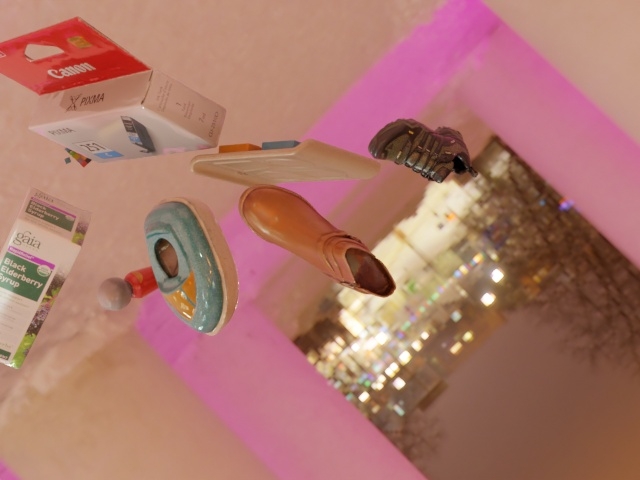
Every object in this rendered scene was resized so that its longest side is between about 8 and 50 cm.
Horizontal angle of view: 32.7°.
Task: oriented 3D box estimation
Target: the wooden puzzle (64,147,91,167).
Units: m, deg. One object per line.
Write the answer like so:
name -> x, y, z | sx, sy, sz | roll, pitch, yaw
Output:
wooden puzzle -> -0.402, -0.158, 1.861 | 0.083, 0.006, 0.049 | -45, 130, -4

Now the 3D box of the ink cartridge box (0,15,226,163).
ink cartridge box -> -0.323, -0.198, 1.532 | 0.296, 0.261, 0.066 | -3, -113, 46

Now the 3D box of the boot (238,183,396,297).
boot -> 0.000, 0.000, 1.336 | 0.073, 0.197, 0.152 | -60, -157, 1

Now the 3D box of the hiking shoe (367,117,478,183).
hiking shoe -> 0.198, -0.164, 2.054 | 0.227, 0.114, 0.086 | -2, 135, -32

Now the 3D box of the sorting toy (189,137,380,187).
sorting toy -> -0.049, -0.111, 1.539 | 0.208, 0.038, 0.193 | -6, 170, 35

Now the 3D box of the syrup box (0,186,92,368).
syrup box -> -0.409, 0.053, 1.508 | 0.237, 0.093, 0.096 | -57, -162, 27

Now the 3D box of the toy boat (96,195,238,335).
toy boat -> -0.290, 0.067, 2.047 | 0.148, 0.267, 0.318 | -24, -177, -42
